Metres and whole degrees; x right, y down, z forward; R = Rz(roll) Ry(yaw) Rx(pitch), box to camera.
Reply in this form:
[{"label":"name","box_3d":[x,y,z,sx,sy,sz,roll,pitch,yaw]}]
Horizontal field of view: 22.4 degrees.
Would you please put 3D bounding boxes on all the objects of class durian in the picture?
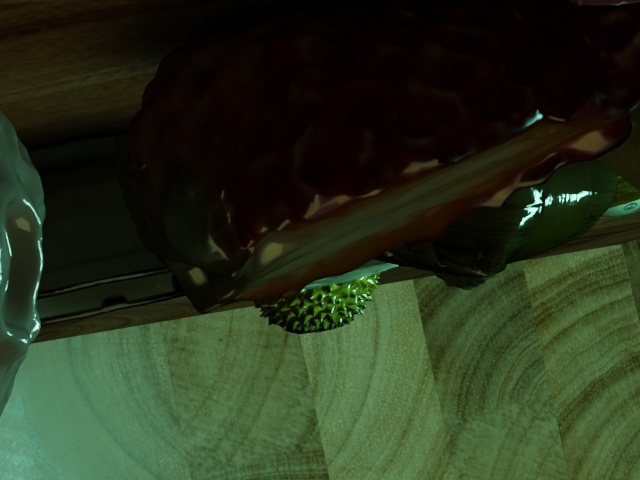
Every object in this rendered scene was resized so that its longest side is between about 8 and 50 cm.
[{"label":"durian","box_3d":[-0.029,0.061,2.214,0.193,0.137,0.237,-7,173,-42]}]

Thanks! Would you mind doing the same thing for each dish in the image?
[{"label":"dish","box_3d":[-0.185,-0.007,1.248,0.303,0.120,0.303,-12,175,-1]}]

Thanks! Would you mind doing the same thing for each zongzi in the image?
[{"label":"zongzi","box_3d":[0.092,-0.055,1.464,0.300,0.145,0.274,4,-171,31]}]

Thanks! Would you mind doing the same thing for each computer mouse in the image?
[{"label":"computer mouse","box_3d":[0.434,-0.061,2.395,0.089,0.056,0.182,-6,174,-12]}]

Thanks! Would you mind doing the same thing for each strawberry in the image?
[{"label":"strawberry","box_3d":[0.042,-0.081,0.960,0.336,0.149,0.265,-22,169,-6]}]

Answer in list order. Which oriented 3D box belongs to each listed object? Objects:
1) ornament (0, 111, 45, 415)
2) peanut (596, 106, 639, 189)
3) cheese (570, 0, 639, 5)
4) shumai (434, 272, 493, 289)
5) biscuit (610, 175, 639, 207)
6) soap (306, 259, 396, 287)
[{"label":"ornament","box_3d":[-0.233,0.007,0.631,0.259,0.259,0.225,-13,-179,9]},{"label":"peanut","box_3d":[0.364,-0.110,1.105,0.387,0.169,0.192,-11,-173,0]},{"label":"cheese","box_3d":[0.124,-0.150,0.763,0.244,0.062,0.155,-9,173,-19]},{"label":"shumai","box_3d":[0.167,-0.036,1.739,0.153,0.161,0.209,-32,157,-10]},{"label":"biscuit","box_3d":[0.321,-0.082,1.903,0.314,0.063,0.367,-1,168,-45]},{"label":"soap","box_3d":[0.000,0.000,1.861,0.173,0.095,0.289,-12,175,8]}]
